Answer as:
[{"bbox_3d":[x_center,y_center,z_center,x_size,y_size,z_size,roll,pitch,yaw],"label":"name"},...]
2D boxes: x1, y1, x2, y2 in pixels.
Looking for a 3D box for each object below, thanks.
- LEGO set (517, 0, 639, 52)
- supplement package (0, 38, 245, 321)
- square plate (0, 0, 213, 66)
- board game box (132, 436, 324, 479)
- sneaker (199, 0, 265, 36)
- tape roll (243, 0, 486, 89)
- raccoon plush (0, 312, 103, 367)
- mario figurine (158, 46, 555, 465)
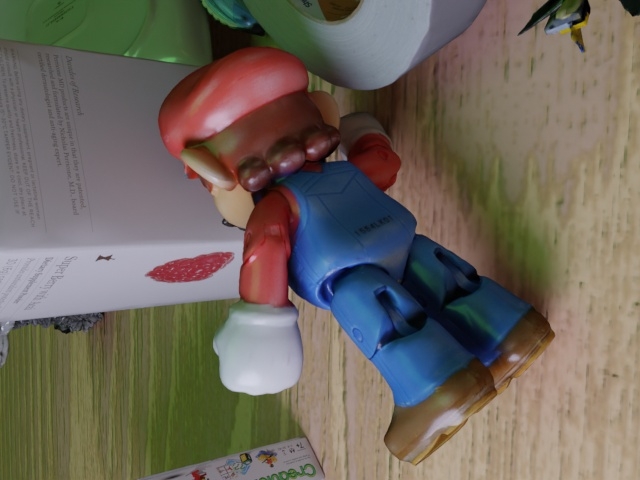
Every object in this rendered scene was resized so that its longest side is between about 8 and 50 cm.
[{"bbox_3d":[0.198,-0.245,0.285,0.331,0.192,0.255,-29,40,35],"label":"LEGO set"},{"bbox_3d":[-0.164,-0.042,0.623,0.177,0.293,0.175,-34,66,48],"label":"supplement package"},{"bbox_3d":[-0.281,-0.242,0.785,0.347,0.049,0.344,-23,59,21],"label":"square plate"},{"bbox_3d":[-0.145,0.316,0.708,0.053,0.193,0.305,59,135,31],"label":"board game box"},{"bbox_3d":[-0.085,-0.277,0.694,0.073,0.063,0.162,-37,65,41],"label":"sneaker"},{"bbox_3d":[0.013,-0.217,0.478,0.219,0.072,0.219,39,153,25],"label":"tape roll"},{"bbox_3d":[-0.521,0.002,1.075,0.446,0.299,0.216,56,133,33],"label":"raccoon plush"},{"bbox_3d":[0.000,0.000,0.501,0.170,0.198,0.320,-47,70,17],"label":"mario figurine"}]
